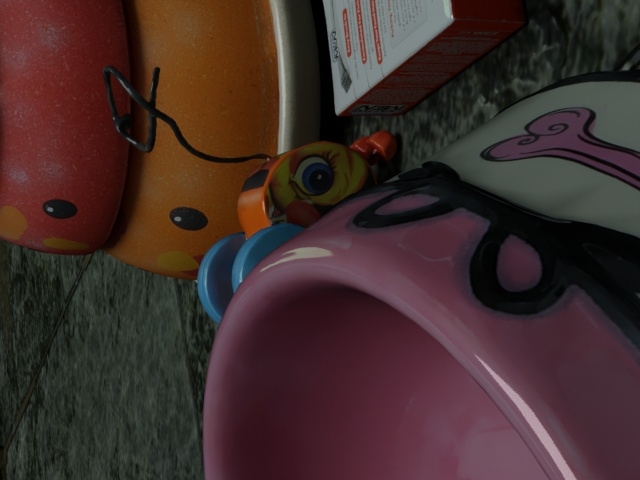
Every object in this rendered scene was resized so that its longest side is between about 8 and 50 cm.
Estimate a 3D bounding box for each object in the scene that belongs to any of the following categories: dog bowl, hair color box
[{"bbox_3d":[0.091,0.147,0.517,0.408,0.150,0.408,38,136,51],"label":"dog bowl"},{"bbox_3d":[0.059,-0.147,0.826,0.167,0.053,0.093,151,116,-62],"label":"hair color box"}]

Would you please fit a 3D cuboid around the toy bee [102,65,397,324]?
[{"bbox_3d":[0.000,0.000,0.884,0.195,0.162,0.298,28,141,55],"label":"toy bee"}]

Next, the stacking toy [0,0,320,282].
[{"bbox_3d":[-0.268,-0.112,1.034,0.350,0.480,0.350,175,90,-67],"label":"stacking toy"}]
